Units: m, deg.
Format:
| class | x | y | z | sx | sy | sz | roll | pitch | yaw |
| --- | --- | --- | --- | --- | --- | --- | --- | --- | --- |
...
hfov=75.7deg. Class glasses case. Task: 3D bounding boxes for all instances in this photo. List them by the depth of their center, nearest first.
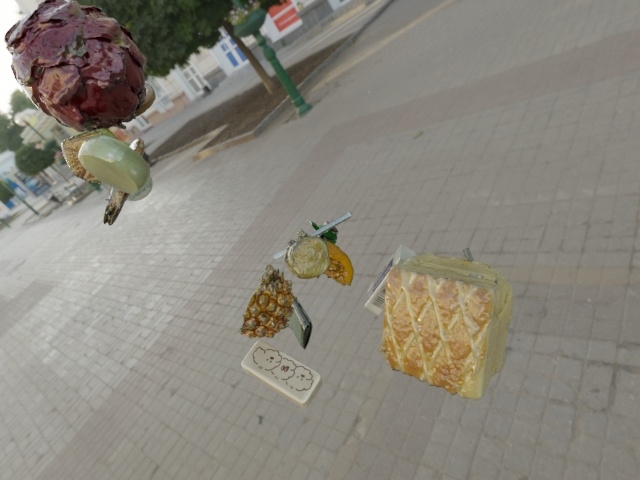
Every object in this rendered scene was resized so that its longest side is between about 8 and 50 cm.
| class | x | y | z | sx | sy | sz | roll | pitch | yaw |
| --- | --- | --- | --- | --- | --- | --- | --- | --- | --- |
| glasses case | -0.164 | 0.557 | 1.732 | 0.336 | 0.076 | 0.144 | 22 | 57 | 23 |

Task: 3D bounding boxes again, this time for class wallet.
| class | x | y | z | sx | sy | sz | roll | pitch | yaw |
| --- | --- | --- | --- | --- | --- | --- | --- | --- | --- |
| wallet | -0.107 | 0.405 | 2.051 | 0.055 | 0.160 | 0.236 | 0 | 29 | -25 |

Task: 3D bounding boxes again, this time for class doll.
| class | x | y | z | sx | sy | sz | roll | pitch | yaw |
| --- | --- | --- | --- | --- | --- | --- | --- | --- | --- |
| doll | 0.008 | 0.000 | 1.906 | 0.134 | 0.187 | 0.106 | -2 | 29 | -19 |

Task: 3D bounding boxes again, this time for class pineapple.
| class | x | y | z | sx | sy | sz | roll | pitch | yaw |
| --- | --- | --- | --- | --- | --- | --- | --- | --- | --- |
| pineapple | -0.177 | 0.253 | 1.771 | 0.344 | 0.208 | 0.286 | -62 | -4 | -58 |

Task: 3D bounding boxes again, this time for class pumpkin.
| class | x | y | z | sx | sy | sz | roll | pitch | yaw |
| --- | --- | --- | --- | --- | --- | --- | --- | --- | --- |
| pumpkin | 0.021 | 0.077 | 1.695 | 0.163 | 0.278 | 0.111 | 2 | 61 | 62 |

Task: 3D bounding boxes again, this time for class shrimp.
| class | x | y | z | sx | sy | sz | roll | pitch | yaw |
| --- | --- | --- | --- | --- | --- | --- | --- | --- | --- |
| shrimp | -0.645 | -0.198 | 1.339 | 0.169 | 0.058 | 0.296 | 34 | 99 | 52 |

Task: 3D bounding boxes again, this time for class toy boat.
| class | x | y | z | sx | sy | sz | roll | pitch | yaw |
| --- | --- | --- | --- | --- | --- | --- | --- | --- | --- |
| toy boat | 0.543 | 0.084 | 1.483 | 0.016 | 0.115 | 0.063 | -23 | -11 | 31 |

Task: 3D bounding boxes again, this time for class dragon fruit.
| class | x | y | z | sx | sy | sz | roll | pitch | yaw |
| --- | --- | --- | --- | --- | --- | --- | --- | --- | --- |
| dragon fruit | -0.614 | -0.445 | 1.064 | 0.329 | 0.329 | 0.329 | -27 | 28 | 16 |

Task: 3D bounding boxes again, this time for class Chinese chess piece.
| class | x | y | z | sx | sy | sz | roll | pitch | yaw |
| --- | --- | --- | --- | --- | --- | --- | --- | --- | --- |
| Chinese chess piece | -0.441 | -0.163 | 0.888 | 0.144 | 0.144 | 0.059 | -6 | 53 | 44 |

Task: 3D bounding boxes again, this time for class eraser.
| class | x | y | z | sx | sy | sz | roll | pitch | yaw |
| --- | --- | --- | --- | --- | --- | --- | --- | --- | --- |
| eraser | 0.277 | 0.160 | 1.646 | 0.279 | 0.081 | 0.124 | -60 | 2 | 30 |

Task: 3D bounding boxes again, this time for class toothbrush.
| class | x | y | z | sx | sy | sz | roll | pitch | yaw |
| --- | --- | --- | --- | --- | --- | --- | --- | --- | --- |
| toothbrush | -0.028 | -0.017 | 1.563 | 0.342 | 0.025 | 0.030 | -30 | -8 | -3 |

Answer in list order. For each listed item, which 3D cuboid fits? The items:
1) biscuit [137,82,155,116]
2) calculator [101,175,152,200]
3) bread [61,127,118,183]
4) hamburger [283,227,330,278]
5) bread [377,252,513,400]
| class | x | y | z | sx | sy | sz | roll | pitch | yaw |
| --- | --- | --- | --- | --- | --- | --- | --- | --- | --- |
| biscuit | -0.669 | -0.457 | 1.341 | 0.261 | 0.037 | 0.262 | -2 | 48 | 2 |
| calculator | -0.826 | -0.285 | 1.696 | 0.184 | 0.295 | 0.042 | -37 | 41 | -3 |
| bread | -0.557 | -0.207 | 1.022 | 0.140 | 0.128 | 0.069 | -14 | 19 | 13 |
| hamburger | -0.052 | 0.047 | 1.436 | 0.159 | 0.185 | 0.131 | -12 | 7 | -12 |
| bread | 0.419 | 0.266 | 1.391 | 0.371 | 0.391 | 0.279 | 12 | 13 | 41 |
